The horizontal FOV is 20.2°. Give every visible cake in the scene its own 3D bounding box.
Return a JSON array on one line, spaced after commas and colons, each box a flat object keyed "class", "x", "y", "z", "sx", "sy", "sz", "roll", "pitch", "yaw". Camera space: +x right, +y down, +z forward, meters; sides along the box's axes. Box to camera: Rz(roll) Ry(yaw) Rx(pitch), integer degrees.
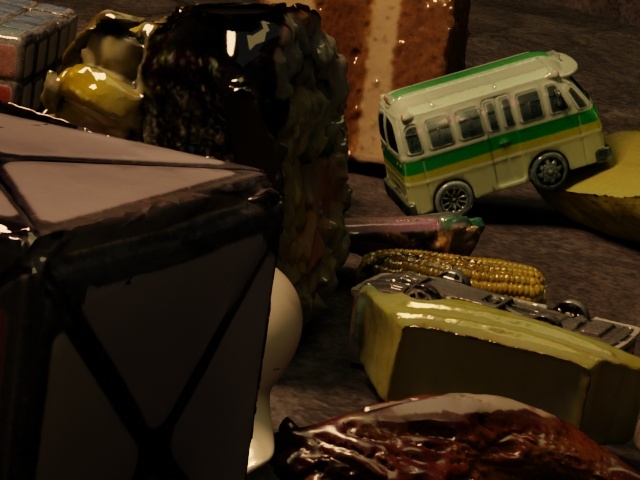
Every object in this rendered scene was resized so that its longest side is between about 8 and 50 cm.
[{"class": "cake", "x": 0.058, "y": -0.252, "z": 2.473, "sx": 0.290, "sy": 0.282, "sz": 0.256, "roll": 9, "pitch": 14, "yaw": 8}]

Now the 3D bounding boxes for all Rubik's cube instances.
[{"class": "Rubik's cube", "x": -0.413, "y": -0.147, "z": 1.967, "sx": 0.237, "sy": 0.238, "sz": 0.237, "roll": 11, "pitch": 19, "yaw": 4}, {"class": "Rubik's cube", "x": -0.225, "y": 0.089, "z": 1.188, "sx": 0.305, "sy": 0.307, "sz": 0.310, "roll": 13, "pitch": 17, "yaw": 23}]

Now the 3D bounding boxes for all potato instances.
[{"class": "potato", "x": 0.405, "y": -0.055, "z": 2.268, "sx": 0.160, "sy": 0.111, "sz": 0.272, "roll": -35, "pitch": 24, "yaw": -28}]

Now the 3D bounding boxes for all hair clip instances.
[{"class": "hair clip", "x": 0.000, "y": 0.000, "z": 1.962, "sx": 0.359, "sy": 0.095, "sz": 0.110, "roll": 6, "pitch": 34, "yaw": 1}]

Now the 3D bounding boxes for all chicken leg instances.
[{"class": "chicken leg", "x": 0.155, "y": 0.181, "z": 1.427, "sx": 0.407, "sy": 0.095, "sz": 0.158, "roll": 10, "pitch": 23, "yaw": -6}]

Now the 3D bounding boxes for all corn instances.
[{"class": "corn", "x": 0.138, "y": 0.047, "z": 1.896, "sx": 0.203, "sy": 0.072, "sz": 0.072, "roll": 8, "pitch": 17, "yaw": 1}]

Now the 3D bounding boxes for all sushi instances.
[{"class": "sushi", "x": -0.129, "y": -0.076, "z": 1.753, "sx": 0.285, "sy": 0.327, "sz": 0.329, "roll": 2, "pitch": 16, "yaw": 16}]

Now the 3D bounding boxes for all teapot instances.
[{"class": "teapot", "x": -0.102, "y": 0.100, "z": 1.453, "sx": 0.166, "sy": 0.208, "sz": 0.299, "roll": 44, "pitch": 4, "yaw": -3}]

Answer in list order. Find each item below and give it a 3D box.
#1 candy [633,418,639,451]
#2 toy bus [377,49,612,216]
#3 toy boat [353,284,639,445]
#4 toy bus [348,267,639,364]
[{"class": "candy", "x": 0.392, "y": 0.151, "z": 1.513, "sx": 0.185, "sy": 0.137, "sz": 0.195, "roll": 8, "pitch": 7, "yaw": -34}, {"class": "toy bus", "x": 0.214, "y": -0.140, "z": 2.275, "sx": 0.276, "sy": 0.164, "sz": 0.133, "roll": -18, "pitch": 22, "yaw": -8}, {"class": "toy boat", "x": 0.145, "y": 0.117, "z": 1.593, "sx": 0.276, "sy": 0.111, "sz": 0.084, "roll": 16, "pitch": 24, "yaw": 21}, {"class": "toy bus", "x": 0.158, "y": 0.095, "z": 1.681, "sx": 0.268, "sy": 0.106, "sz": 0.092, "roll": 13, "pitch": 18, "yaw": 23}]
